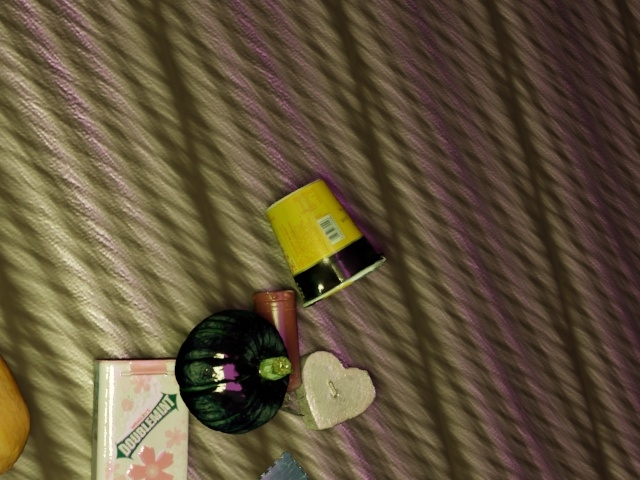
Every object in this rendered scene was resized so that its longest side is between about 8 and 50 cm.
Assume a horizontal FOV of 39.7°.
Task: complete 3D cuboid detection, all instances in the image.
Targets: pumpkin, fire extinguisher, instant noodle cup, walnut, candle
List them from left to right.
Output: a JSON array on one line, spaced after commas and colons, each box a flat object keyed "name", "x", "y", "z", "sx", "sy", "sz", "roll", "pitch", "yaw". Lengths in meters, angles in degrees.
[{"name": "walnut", "x": -0.639, "y": 0.287, "z": 1.602, "sx": 0.203, "sy": 0.203, "sz": 0.298, "roll": -23, "pitch": 91, "yaw": -25}, {"name": "pumpkin", "x": -0.145, "y": 0.258, "z": 1.745, "sx": 0.247, "sy": 0.248, "sz": 0.248, "roll": 3, "pitch": 83, "yaw": -25}, {"name": "fire extinguisher", "x": -0.086, "y": 0.244, "z": 1.912, "sx": 0.104, "sy": 0.104, "sz": 0.269, "roll": -1, "pitch": 84, "yaw": -25}, {"name": "instant noodle cup", "x": 0.000, "y": 0.000, "z": 1.936, "sx": 0.215, "sy": 0.215, "sz": 0.236, "roll": -29, "pitch": 90, "yaw": -25}, {"name": "candle", "x": 0.019, "y": 0.344, "z": 1.970, "sx": 0.192, "sy": 0.068, "sz": 0.169, "roll": 32, "pitch": 69, "yaw": -17}]

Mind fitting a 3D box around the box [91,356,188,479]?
[{"name": "box", "x": -0.360, "y": 0.420, "z": 1.767, "sx": 0.190, "sy": 0.112, "sz": 0.370, "roll": 4, "pitch": 85, "yaw": -24}]

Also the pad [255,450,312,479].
[{"name": "pad", "x": -0.087, "y": 0.642, "z": 1.920, "sx": 0.269, "sy": 0.012, "sz": 0.269, "roll": -43, "pitch": 102, "yaw": -22}]
